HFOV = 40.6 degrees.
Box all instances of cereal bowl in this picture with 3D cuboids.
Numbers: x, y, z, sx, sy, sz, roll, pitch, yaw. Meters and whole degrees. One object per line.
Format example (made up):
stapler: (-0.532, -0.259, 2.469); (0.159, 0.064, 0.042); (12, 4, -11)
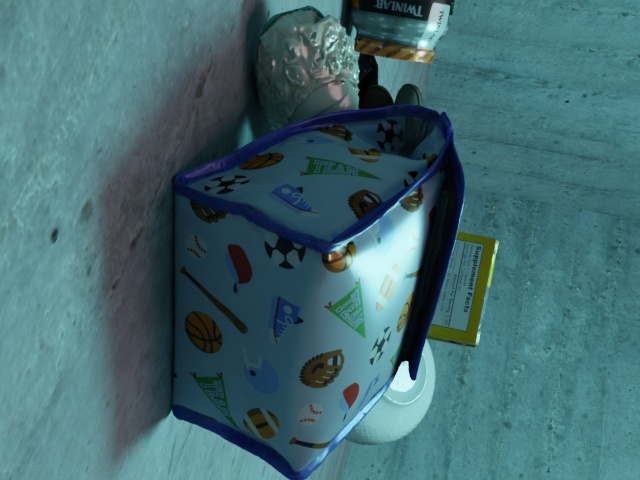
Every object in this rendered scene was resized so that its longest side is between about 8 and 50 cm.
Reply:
cereal bowl: (0.145, 0.306, 2.023); (0.141, 0.339, 0.339); (-18, -129, 54)

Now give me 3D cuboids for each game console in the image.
game console: (0.089, -0.354, 1.894); (0.122, 0.071, 0.107); (82, -9, -66)

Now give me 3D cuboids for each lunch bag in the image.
lunch bag: (0.025, 0.034, 1.032); (0.385, 0.239, 0.328); (-35, 141, -50)

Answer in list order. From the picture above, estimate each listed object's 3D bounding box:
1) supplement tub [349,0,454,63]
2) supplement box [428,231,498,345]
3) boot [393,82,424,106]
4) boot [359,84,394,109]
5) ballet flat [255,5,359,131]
supplement tub: (0.160, -0.495, 1.588); (0.193, 0.193, 0.316); (-48, 147, -72)
supplement box: (0.136, 0.069, 1.623); (0.195, 0.356, 0.194); (45, 57, -78)
boot: (0.119, -0.248, 1.774); (0.208, 0.076, 0.190); (7, 80, -38)
boot: (0.090, -0.193, 1.826); (0.207, 0.090, 0.248); (-39, 136, -61)
ballet flat: (0.007, -0.147, 1.170); (0.409, 0.147, 0.147); (82, 22, -66)
